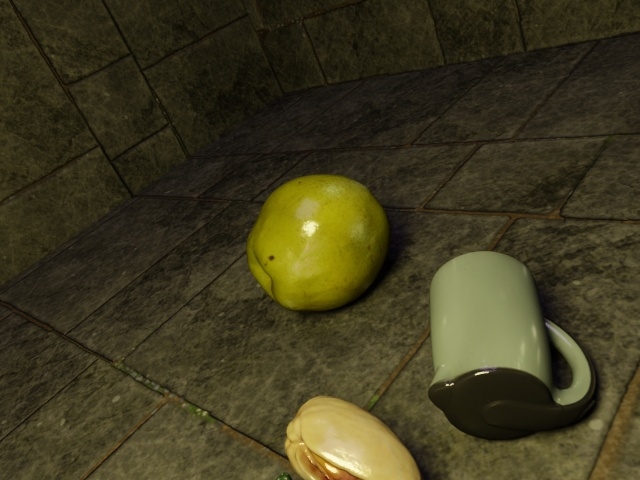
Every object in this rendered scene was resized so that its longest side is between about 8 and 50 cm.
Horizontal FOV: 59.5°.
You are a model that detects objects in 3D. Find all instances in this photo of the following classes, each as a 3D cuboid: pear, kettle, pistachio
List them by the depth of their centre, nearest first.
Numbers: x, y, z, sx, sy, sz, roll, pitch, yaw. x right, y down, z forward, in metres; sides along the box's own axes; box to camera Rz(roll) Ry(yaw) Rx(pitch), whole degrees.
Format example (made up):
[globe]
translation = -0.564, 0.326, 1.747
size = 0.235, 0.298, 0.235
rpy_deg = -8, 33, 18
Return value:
[pistachio]
translation = 0.047, 0.275, 0.717
size = 0.201, 0.117, 0.145
rpy_deg = 20, 5, 29
[kettle]
translation = 0.260, 0.150, 0.772
size = 0.222, 0.161, 0.236
rpy_deg = 12, 35, 3
[pear]
translation = 0.000, 0.000, 1.112
size = 0.295, 0.294, 0.294
rpy_deg = -19, 28, 11

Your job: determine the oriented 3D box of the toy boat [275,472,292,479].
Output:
[toy boat]
translation = -0.025, 0.377, 0.693
size = 0.104, 0.052, 0.210
rpy_deg = 3, 34, 7
